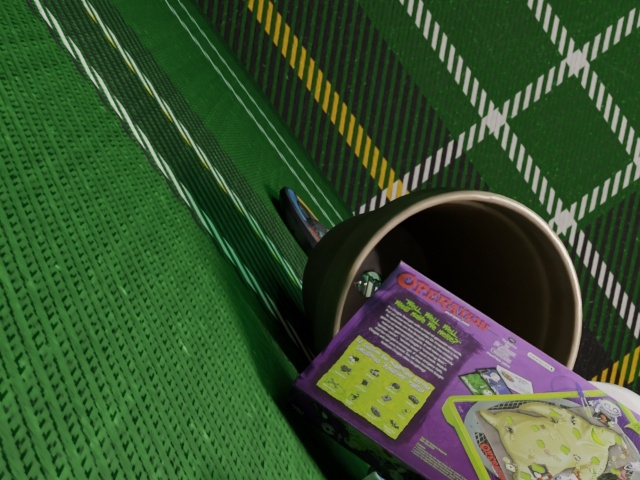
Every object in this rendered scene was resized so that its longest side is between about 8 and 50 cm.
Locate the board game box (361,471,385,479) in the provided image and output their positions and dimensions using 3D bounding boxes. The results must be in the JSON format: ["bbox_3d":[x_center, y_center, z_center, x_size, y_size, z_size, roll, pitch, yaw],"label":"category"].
[{"bbox_3d":[0.108,0.317,0.836,0.224,0.097,0.303,57,7,32],"label":"board game box"}]

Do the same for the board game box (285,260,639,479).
[{"bbox_3d":[0.164,0.180,1.088,0.347,0.208,0.056,33,-36,15],"label":"board game box"}]

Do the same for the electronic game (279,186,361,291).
[{"bbox_3d":[0.000,0.000,2.009,0.229,0.048,0.229,54,6,-8],"label":"electronic game"}]

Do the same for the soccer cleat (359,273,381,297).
[{"bbox_3d":[0.106,0.097,2.162,0.179,0.072,0.060,54,6,0],"label":"soccer cleat"}]

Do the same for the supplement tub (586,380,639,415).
[{"bbox_3d":[0.441,0.356,1.779,0.235,0.235,0.325,57,7,30],"label":"supplement tub"}]

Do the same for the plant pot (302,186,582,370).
[{"bbox_3d":[0.113,0.082,1.405,0.323,0.323,0.280,52,-10,-20],"label":"plant pot"}]

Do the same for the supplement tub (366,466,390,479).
[{"bbox_3d":[0.151,0.281,1.130,0.200,0.144,0.144,57,6,27],"label":"supplement tub"}]
